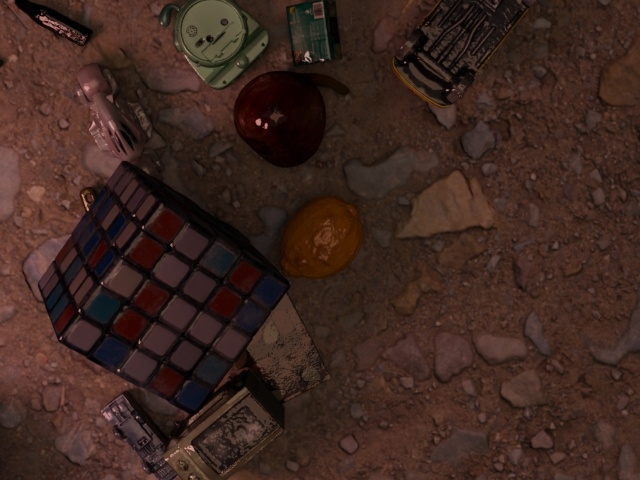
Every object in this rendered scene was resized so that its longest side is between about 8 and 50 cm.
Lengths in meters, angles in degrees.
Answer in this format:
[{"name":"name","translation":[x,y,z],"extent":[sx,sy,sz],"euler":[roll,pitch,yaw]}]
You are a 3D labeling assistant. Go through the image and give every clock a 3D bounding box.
[{"name":"clock","translation":[-0.199,-0.379,1.784],"extent":[0.188,0.060,0.148],"euler":[43,92,-8]}]

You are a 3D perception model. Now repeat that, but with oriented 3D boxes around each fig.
[{"name":"fig","translation":[-0.057,-0.247,1.774],"extent":[0.175,0.175,0.207],"euler":[35,79,-8]}]

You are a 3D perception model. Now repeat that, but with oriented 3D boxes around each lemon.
[{"name":"lemon","translation":[0.000,0.000,1.810],"extent":[0.187,0.142,0.142],"euler":[-43,99,4]}]

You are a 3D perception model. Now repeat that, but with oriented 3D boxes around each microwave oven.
[{"name":"microwave oven","translation":[-0.182,0.354,1.827],"extent":[0.205,0.163,0.129],"euler":[-40,98,2]}]

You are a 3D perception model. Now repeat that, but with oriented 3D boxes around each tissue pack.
[{"name":"tissue pack","translation":[-0.007,-0.382,1.797],"extent":[0.085,0.079,0.111],"euler":[-4,99,28]}]

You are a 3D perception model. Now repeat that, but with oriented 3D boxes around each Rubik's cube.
[{"name":"Rubik's cube","translation":[-0.277,0.075,1.686],"extent":[0.292,0.287,0.293],"euler":[37,91,-29]}]

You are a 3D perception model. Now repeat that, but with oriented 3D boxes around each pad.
[{"name":"pad","translation":[-0.099,0.204,1.897],"extent":[0.158,0.003,0.235],"euler":[-27,99,-1]}]

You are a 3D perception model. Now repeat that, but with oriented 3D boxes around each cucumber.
[{"name":"cucumber","translation":[-0.492,-0.404,1.768],"extent":[0.163,0.039,0.043],"euler":[26,74,-9]}]

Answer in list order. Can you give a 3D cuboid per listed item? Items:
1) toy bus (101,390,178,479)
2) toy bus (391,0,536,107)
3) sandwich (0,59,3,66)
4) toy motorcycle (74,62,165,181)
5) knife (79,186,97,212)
[{"name":"toy bus","translation":[-0.337,0.376,1.862],"extent":[0.064,0.075,0.190],"euler":[-38,98,-1]},{"name":"toy bus","translation":[0.270,-0.397,1.778],"extent":[0.144,0.152,0.330],"euler":[39,90,-3]},{"name":"sandwich","translation":[-0.632,-0.344,1.769],"extent":[0.069,0.026,0.101],"euler":[-32,98,1]},{"name":"toy motorcycle","translation":[-0.364,-0.203,1.769],"extent":[0.112,0.112,0.254],"euler":[-29,100,-1]},{"name":"knife","translation":[-0.394,0.066,1.841],"extent":[0.061,0.027,0.342],"euler":[-21,102,-9]}]
